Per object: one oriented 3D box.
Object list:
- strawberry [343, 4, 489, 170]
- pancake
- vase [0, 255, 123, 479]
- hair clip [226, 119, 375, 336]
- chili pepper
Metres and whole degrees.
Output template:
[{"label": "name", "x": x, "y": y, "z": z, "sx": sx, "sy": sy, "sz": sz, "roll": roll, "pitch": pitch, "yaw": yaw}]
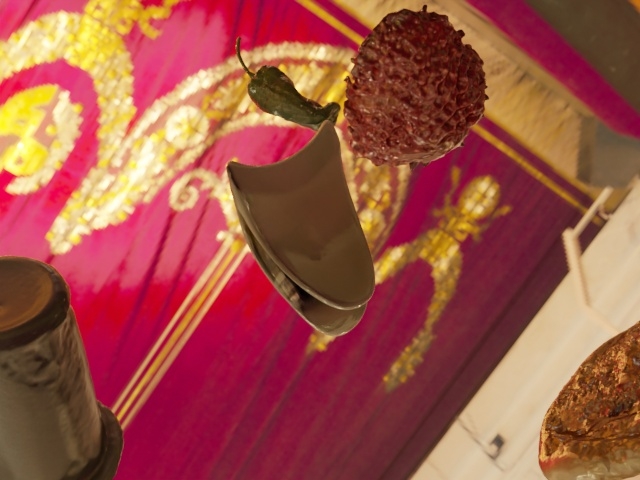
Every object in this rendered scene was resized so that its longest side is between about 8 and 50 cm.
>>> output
[{"label": "strawberry", "x": 0.090, "y": -0.130, "z": 0.952, "sx": 0.087, "sy": 0.167, "sz": 0.208, "roll": 59, "pitch": -162, "yaw": 21}, {"label": "pancake", "x": 0.472, "y": 0.228, "z": 1.466, "sx": 0.082, "sy": 0.387, "sz": 0.387, "roll": 44, "pitch": -169, "yaw": -7}, {"label": "vase", "x": -0.386, "y": 0.177, "z": 1.245, "sx": 0.245, "sy": 0.291, "sz": 0.245, "roll": 0, "pitch": -146, "yaw": 0}, {"label": "hair clip", "x": -0.009, "y": -0.002, "z": 1.362, "sx": 0.282, "sy": 0.172, "sz": 0.113, "roll": 63, "pitch": 159, "yaw": 2}, {"label": "chili pepper", "x": -0.062, "y": -0.224, "z": 1.502, "sx": 0.204, "sy": 0.073, "sz": 0.072, "roll": 35, "pitch": 174, "yaw": 21}]
